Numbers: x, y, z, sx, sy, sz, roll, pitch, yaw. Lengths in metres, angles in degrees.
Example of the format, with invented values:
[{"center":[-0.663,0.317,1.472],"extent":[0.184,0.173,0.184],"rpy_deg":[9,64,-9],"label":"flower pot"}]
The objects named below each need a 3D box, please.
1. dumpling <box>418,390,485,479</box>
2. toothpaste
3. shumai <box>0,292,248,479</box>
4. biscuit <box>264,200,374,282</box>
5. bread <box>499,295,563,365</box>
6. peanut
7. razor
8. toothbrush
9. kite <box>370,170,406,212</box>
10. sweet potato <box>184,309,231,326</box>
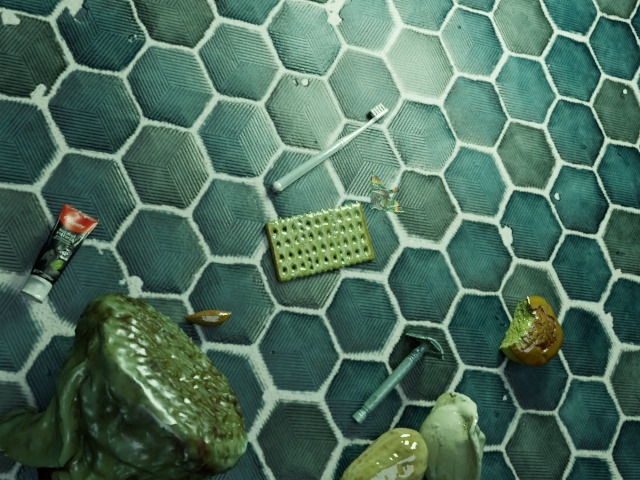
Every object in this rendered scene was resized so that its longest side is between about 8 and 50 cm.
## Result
[{"center":[0.280,0.436,1.586],"extent":[0.131,0.179,0.252],"rpy_deg":[14,74,-23],"label":"dumpling"},{"center":[-0.496,0.023,1.445],"extent":[0.071,0.045,0.193],"rpy_deg":[31,65,-13],"label":"toothpaste"},{"center":[-0.344,0.330,1.325],"extent":[0.395,0.395,0.348],"rpy_deg":[41,95,-10],"label":"shumai"},{"center":[0.000,0.000,1.650],"extent":[0.231,0.016,0.139],"rpy_deg":[-12,86,-22],"label":"biscuit"},{"center":[0.488,0.213,1.757],"extent":[0.125,0.086,0.156],"rpy_deg":[28,73,-15],"label":"bread"},{"center":[0.120,0.488,1.549],"extent":[0.253,0.122,0.137],"rpy_deg":[-36,102,-20],"label":"peanut"},{"center":[0.154,0.297,1.627],"extent":[0.068,0.106,0.232],"rpy_deg":[45,80,-7],"label":"razor"},{"center":[0.025,-0.204,1.690],"extent":[0.342,0.025,0.030],"rpy_deg":[-40,88,-22],"label":"toothbrush"},{"center":[0.143,-0.100,1.727],"extent":[0.090,0.004,0.122],"rpy_deg":[-35,94,-22],"label":"kite"},{"center":[-0.223,0.155,1.527],"extent":[0.095,0.034,0.034],"rpy_deg":[-4,82,-11],"label":"sweet potato"}]
